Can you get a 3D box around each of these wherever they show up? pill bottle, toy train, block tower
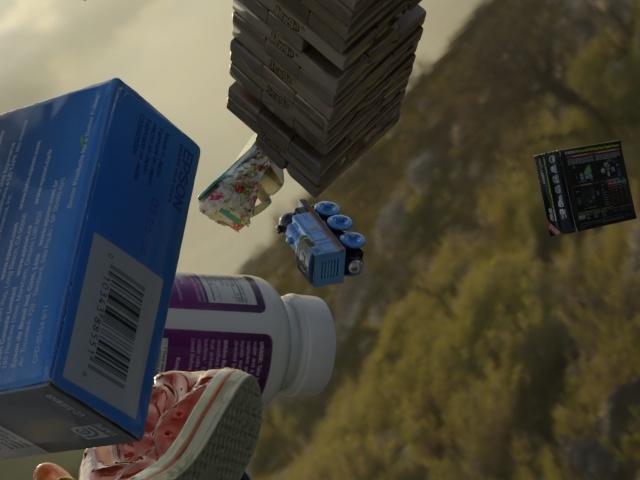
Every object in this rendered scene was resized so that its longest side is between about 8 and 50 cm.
[{"bbox_3d":[-0.141,0.122,1.849,0.169,0.301,0.169,-17,71,62],"label":"pill bottle"},{"bbox_3d":[0.000,0.000,2.466,0.105,0.080,0.184,-9,35,-23],"label":"toy train"},{"bbox_3d":[0.008,-0.147,0.944,0.097,0.091,0.335,-44,-12,-21],"label":"block tower"}]

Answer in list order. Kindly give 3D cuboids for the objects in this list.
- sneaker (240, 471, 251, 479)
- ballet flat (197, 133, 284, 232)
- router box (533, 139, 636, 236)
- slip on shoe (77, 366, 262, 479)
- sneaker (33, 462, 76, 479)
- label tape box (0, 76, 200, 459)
[{"bbox_3d":[-0.087,0.360,1.983,0.071,0.190,0.083,-33,-13,8],"label":"sneaker"},{"bbox_3d":[-0.091,-0.078,2.028,0.091,0.077,0.241,-43,7,33],"label":"ballet flat"},{"bbox_3d":[0.293,-0.058,1.719,0.038,0.092,0.122,-11,-1,45],"label":"router box"},{"bbox_3d":[-0.150,0.208,1.230,0.101,0.123,0.331,5,31,20],"label":"slip on shoe"},{"bbox_3d":[-0.284,0.308,1.835,0.175,0.064,0.067,38,118,43],"label":"sneaker"},{"bbox_3d":[-0.264,0.038,1.162,0.334,0.106,0.240,-12,56,34],"label":"label tape box"}]
